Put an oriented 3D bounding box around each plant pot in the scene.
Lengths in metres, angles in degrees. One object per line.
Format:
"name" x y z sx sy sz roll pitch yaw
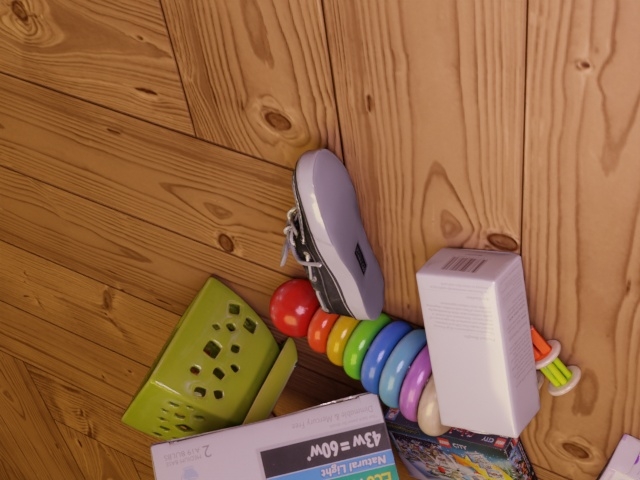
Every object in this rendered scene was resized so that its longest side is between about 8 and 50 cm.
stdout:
"plant pot" -0.177 0.234 1.892 0.207 0.227 0.228 32 147 -4

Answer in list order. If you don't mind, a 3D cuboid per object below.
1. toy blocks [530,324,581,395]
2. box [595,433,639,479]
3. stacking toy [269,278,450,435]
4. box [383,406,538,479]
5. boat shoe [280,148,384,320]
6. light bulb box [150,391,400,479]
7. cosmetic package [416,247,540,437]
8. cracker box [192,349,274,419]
"toy blocks" 0.263 0.144 1.508 0.148 0.054 0.123 48 147 -16
"box" 0.425 0.396 1.666 0.063 0.067 0.324 27 147 15
"stacking toy" 0.065 0.155 1.653 0.330 0.141 0.141 26 147 27
"box" 0.226 0.345 1.806 0.233 0.044 0.159 8 138 37
"boat shoe" 0.001 -0.003 1.515 0.105 0.113 0.306 1 145 22
"light bulb box" -0.057 0.419 1.769 0.361 0.358 0.225 90 167 -69
"cosmetic package" 0.207 0.132 1.451 0.117 0.085 0.231 6 119 35
"cracker box" -0.190 0.308 2.131 0.156 0.067 0.232 -4 131 46
